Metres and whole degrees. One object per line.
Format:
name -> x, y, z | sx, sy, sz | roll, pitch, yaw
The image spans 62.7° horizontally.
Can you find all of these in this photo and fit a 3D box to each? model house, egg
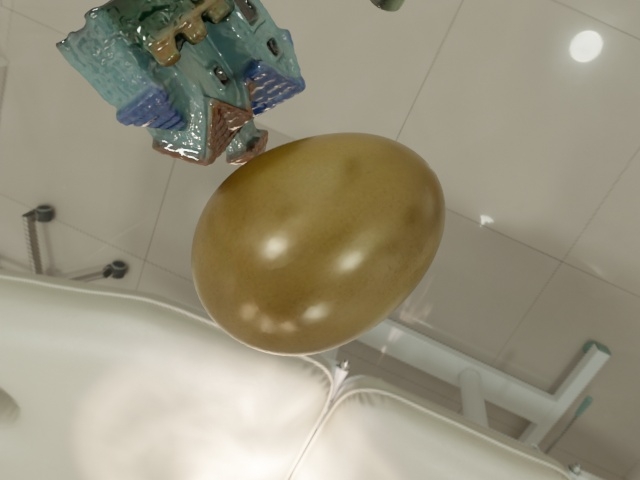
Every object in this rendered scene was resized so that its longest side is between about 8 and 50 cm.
model house -> -0.163, -0.247, 0.825 | 0.251, 0.295, 0.329 | -16, 120, 31
egg -> 0.000, 0.000, 0.644 | 0.322, 0.250, 0.250 | -27, 106, -4

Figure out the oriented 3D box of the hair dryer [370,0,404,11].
hair dryer -> 0.078, -0.251, 0.446 | 0.088, 0.219, 0.225 | 23, 81, -4
